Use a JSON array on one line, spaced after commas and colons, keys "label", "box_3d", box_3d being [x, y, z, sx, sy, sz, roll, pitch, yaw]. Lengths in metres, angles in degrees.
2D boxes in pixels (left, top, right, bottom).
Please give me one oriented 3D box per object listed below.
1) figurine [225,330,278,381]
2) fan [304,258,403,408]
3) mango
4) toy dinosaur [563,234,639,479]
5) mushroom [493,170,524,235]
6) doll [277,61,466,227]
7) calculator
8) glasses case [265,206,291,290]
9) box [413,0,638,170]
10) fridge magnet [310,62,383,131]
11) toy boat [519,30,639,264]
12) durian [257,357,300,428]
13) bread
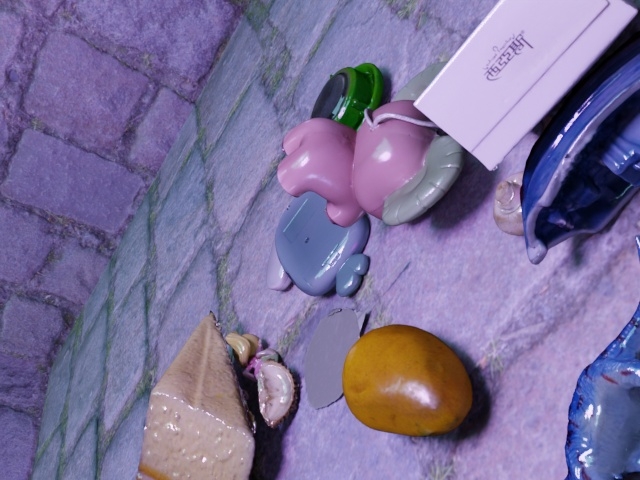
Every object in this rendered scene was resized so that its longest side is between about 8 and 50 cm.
[{"label": "figurine", "box_3d": [-0.126, 0.232, 1.313, 0.083, 0.083, 0.187, -61, 33, 11]}, {"label": "fan", "box_3d": [0.053, 0.144, 1.108, 0.310, 0.010, 0.182, -55, 28, 28]}, {"label": "mango", "box_3d": [0.108, 0.184, 0.867, 0.147, 0.109, 0.227, -44, 24, -9]}, {"label": "toy dinosaur", "box_3d": [0.270, 0.169, 0.611, 0.144, 0.076, 0.329, 45, 119, 62]}, {"label": "mushroom", "box_3d": [0.246, -0.047, 0.835, 0.083, 0.067, 0.083, -54, 23, 36]}, {"label": "doll", "box_3d": [0.100, -0.135, 1.022, 0.268, 0.216, 0.284, -32, 39, 40]}, {"label": "calculator", "box_3d": [0.000, 0.000, 1.252, 0.185, 0.041, 0.299, -53, 36, 9]}, {"label": "glasses case", "box_3d": [-0.066, 0.009, 1.399, 0.076, 0.049, 0.197, -14, 57, 56]}, {"label": "box", "box_3d": [0.245, -0.215, 0.774, 0.203, 0.116, 0.274, -51, -7, 31]}, {"label": "fridge magnet", "box_3d": [0.049, -0.264, 1.360, 0.208, 0.088, 0.208, -43, 35, 40]}, {"label": "toy boat", "box_3d": [0.311, -0.094, 0.681, 0.309, 0.129, 0.142, -53, 35, 26]}, {"label": "durian", "box_3d": [-0.071, 0.264, 1.187, 0.052, 0.066, 0.130, -42, 45, 43]}, {"label": "bread", "box_3d": [-0.201, 0.382, 1.291, 0.405, 0.242, 0.346, -50, -28, -70]}]
